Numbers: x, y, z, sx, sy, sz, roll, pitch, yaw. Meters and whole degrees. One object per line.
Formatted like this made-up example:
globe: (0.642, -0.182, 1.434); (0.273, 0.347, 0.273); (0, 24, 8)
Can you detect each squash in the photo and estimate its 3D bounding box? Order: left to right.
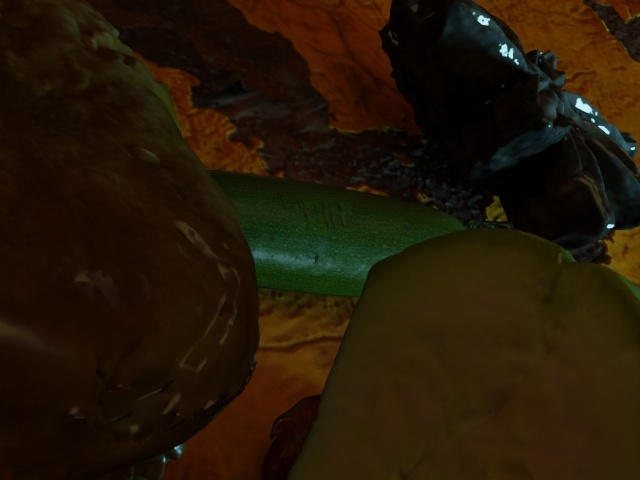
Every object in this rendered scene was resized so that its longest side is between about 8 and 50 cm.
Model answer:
squash: (0.000, 0.000, 0.901); (0.252, 0.066, 0.066); (8, 42, -27)
squash: (0.154, 0.163, 0.713); (0.210, 0.234, 0.309); (9, -17, 42)

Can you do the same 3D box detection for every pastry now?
pastry: (-0.169, 0.001, 0.703); (0.255, 0.162, 0.311); (6, 41, -32)

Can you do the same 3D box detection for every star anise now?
star anise: (0.124, -0.082, 1.052); (0.223, 0.109, 0.236); (42, 17, -23)

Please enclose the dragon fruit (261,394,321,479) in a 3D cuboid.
dragon fruit: (0.057, 0.107, 0.782); (0.153, 0.111, 0.153); (22, 35, -17)
